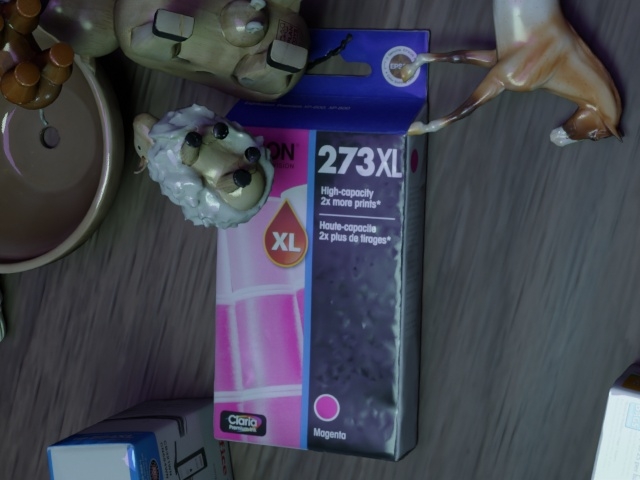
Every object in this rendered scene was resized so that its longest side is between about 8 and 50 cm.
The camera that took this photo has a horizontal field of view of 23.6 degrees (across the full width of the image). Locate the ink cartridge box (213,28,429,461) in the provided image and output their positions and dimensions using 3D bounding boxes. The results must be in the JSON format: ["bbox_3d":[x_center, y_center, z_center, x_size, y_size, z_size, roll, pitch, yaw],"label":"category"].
[{"bbox_3d":[0.000,0.000,1.339,0.175,0.069,0.371,4,95,20],"label":"ink cartridge box"}]

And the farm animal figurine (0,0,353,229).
[{"bbox_3d":[-0.139,-0.211,1.259,0.326,0.172,0.330,30,71,-13],"label":"farm animal figurine"}]

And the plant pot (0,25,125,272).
[{"bbox_3d":[-0.272,-0.094,1.402,0.237,0.110,0.237,3,98,20],"label":"plant pot"}]

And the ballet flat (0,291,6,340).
[{"bbox_3d":[-0.345,0.096,1.484,0.067,0.073,0.206,26,109,-12],"label":"ballet flat"}]

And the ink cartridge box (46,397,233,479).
[{"bbox_3d":[-0.149,0.228,1.343,0.086,0.203,0.148,-6,94,19],"label":"ink cartridge box"}]

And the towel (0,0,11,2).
[{"bbox_3d":[-0.414,-0.239,1.480,0.325,0.038,0.248,-44,79,21],"label":"towel"}]

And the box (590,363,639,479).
[{"bbox_3d":[0.276,0.216,1.234,0.114,0.103,0.203,12,100,19],"label":"box"}]

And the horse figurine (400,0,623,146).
[{"bbox_3d":[0.143,-0.197,1.255,0.174,0.066,0.263,-9,88,12],"label":"horse figurine"}]
